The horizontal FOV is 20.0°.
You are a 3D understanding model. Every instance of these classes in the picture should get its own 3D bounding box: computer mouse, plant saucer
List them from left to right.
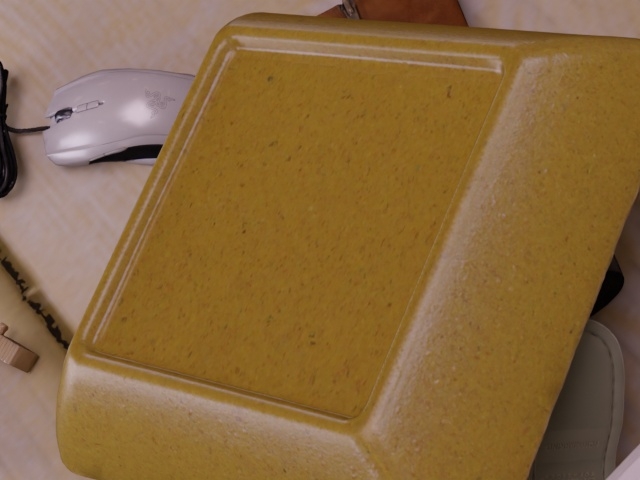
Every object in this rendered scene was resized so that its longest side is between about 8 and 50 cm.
[{"bbox_3d":[-0.166,-0.089,1.280,0.193,0.042,0.106,-6,69,23],"label":"computer mouse"},{"bbox_3d":[0.000,0.000,1.046,0.333,0.081,0.332,9,69,41],"label":"plant saucer"}]

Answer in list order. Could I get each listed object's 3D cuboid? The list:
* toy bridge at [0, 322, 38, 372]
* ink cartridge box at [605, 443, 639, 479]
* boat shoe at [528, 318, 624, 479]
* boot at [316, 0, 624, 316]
[{"bbox_3d":[-0.265,0.140,1.254,0.063,0.026,0.188,26,84,31],"label":"toy bridge"},{"bbox_3d":[0.242,0.109,0.881,0.117,0.278,0.201,44,93,17],"label":"ink cartridge box"},{"bbox_3d":[0.124,0.149,1.032,0.069,0.081,0.227,-150,66,-71],"label":"boat shoe"},{"bbox_3d":[0.015,-0.026,1.144,0.264,0.096,0.280,-35,61,11],"label":"boot"}]
